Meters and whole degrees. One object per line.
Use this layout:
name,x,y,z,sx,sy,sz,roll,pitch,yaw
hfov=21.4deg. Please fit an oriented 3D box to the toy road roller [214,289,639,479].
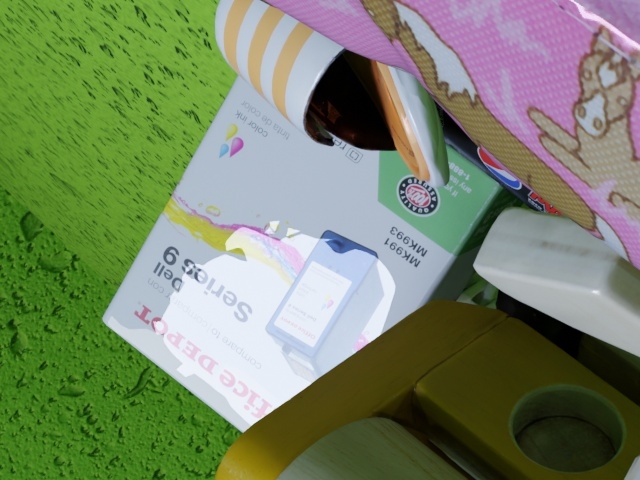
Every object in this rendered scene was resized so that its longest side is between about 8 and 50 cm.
toy road roller,0.120,0.159,0.843,0.202,0.329,0.240,37,143,33

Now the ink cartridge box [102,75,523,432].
ink cartridge box,0.000,0.000,0.933,0.154,0.212,0.093,38,-154,12

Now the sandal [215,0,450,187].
sandal,-0.018,-0.112,0.819,0.265,0.076,0.102,61,175,36

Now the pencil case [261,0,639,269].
pencil case,0.087,-0.058,0.359,0.386,0.167,0.160,39,153,19

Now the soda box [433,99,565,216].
soda box,0.126,-0.037,0.796,0.169,0.060,0.053,40,168,20

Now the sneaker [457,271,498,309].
sneaker,0.122,0.043,1.026,0.169,0.108,0.292,13,145,45

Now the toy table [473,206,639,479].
toy table,0.184,0.050,0.539,0.161,0.252,0.274,35,156,-33
